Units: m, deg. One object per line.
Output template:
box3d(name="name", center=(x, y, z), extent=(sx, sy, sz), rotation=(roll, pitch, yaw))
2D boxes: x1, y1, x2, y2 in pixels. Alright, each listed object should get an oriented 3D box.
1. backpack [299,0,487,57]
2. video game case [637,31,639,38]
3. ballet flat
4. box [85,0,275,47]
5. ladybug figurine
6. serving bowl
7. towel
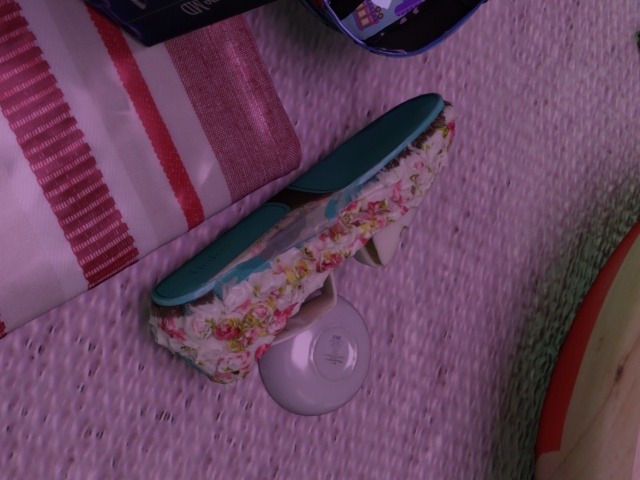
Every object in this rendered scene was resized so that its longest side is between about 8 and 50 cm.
box3d(name="backpack", center=(0.043, -0.199, 0.625), extent=(0.173, 0.117, 0.158), rotation=(-45, 112, -18))
box3d(name="video game case", center=(0.423, -0.131, 0.934), extent=(0.274, 0.035, 0.248), rotation=(-33, 106, -31))
box3d(name="ballet flat", center=(0.000, 0.000, 0.614), extent=(0.241, 0.091, 0.077), rotation=(-37, 115, -20))
box3d(name="box", center=(-0.104, -0.200, 0.458), extent=(0.207, 0.153, 0.108), rotation=(34, 72, -28))
box3d(name="ladybug figurine", center=(0.302, 0.113, 0.757), extent=(0.305, 0.162, 0.449), rotation=(44, 68, -21))
box3d(name="serving bowl", center=(0.002, 0.072, 0.641), extent=(0.083, 0.027, 0.083), rotation=(2, 86, -35))
box3d(name="towel", center=(-0.178, -0.076, 0.520), extent=(0.329, 0.037, 0.237), rotation=(-32, 106, -30))
